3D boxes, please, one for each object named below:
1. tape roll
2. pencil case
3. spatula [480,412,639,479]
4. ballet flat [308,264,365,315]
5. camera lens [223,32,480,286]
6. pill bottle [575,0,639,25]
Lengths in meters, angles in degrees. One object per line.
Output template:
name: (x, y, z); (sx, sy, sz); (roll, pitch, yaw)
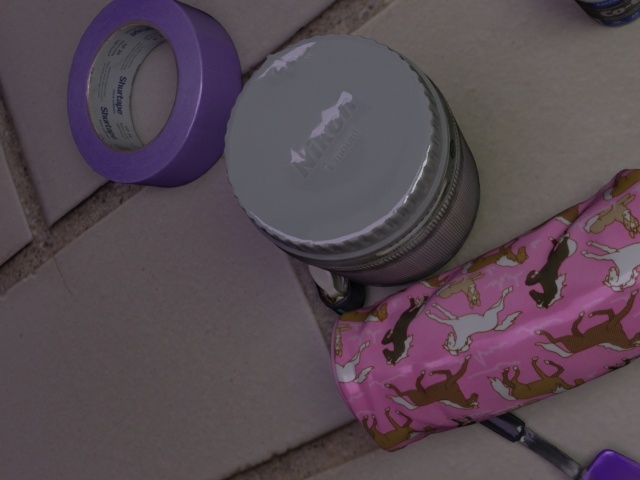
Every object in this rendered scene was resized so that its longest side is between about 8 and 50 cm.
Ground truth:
tape roll: (-0.249, -0.218, 1.113); (0.274, 0.090, 0.275); (-1, 88, 33)
pencil case: (0.190, 0.079, 0.771); (0.386, 0.167, 0.160); (-30, 96, 24)
spatula: (0.237, 0.224, 0.824); (0.296, 0.030, 0.084); (29, 92, 32)
ballet flat: (0.000, 0.000, 0.960); (0.074, 0.074, 0.203); (-28, 74, 29)
camera lens: (0.046, -0.070, 0.794); (0.219, 0.274, 0.219); (-3, 80, 18)
pill bottle: (0.281, -0.265, 0.743); (0.078, 0.137, 0.078); (-1, 89, 33)
